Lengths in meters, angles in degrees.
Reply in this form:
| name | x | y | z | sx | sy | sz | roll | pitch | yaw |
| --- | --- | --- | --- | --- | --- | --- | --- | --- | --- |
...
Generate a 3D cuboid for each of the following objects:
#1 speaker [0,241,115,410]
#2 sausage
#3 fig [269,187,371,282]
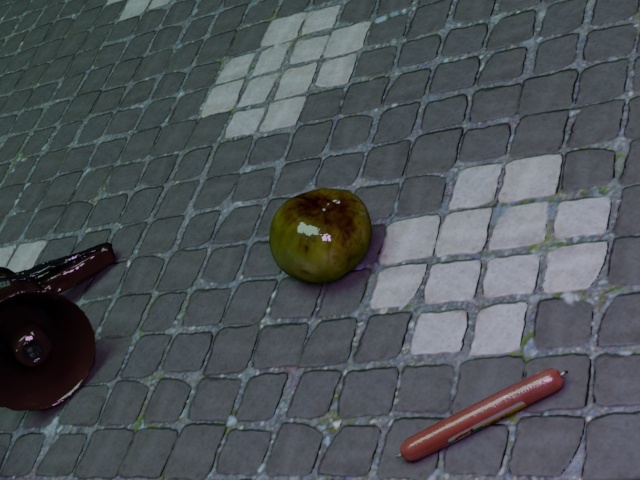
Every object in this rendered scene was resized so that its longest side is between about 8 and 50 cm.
| name | x | y | z | sx | sy | sz | roll | pitch | yaw |
| --- | --- | --- | --- | --- | --- | --- | --- | --- | --- |
| speaker | -0.467 | 0.092 | 1.758 | 0.259 | 0.198 | 0.329 | -52 | 30 | 3 |
| sausage | 0.184 | 0.201 | 1.248 | 0.223 | 0.029 | 0.029 | -29 | 39 | 11 |
| fig | -0.001 | -0.008 | 1.530 | 0.153 | 0.121 | 0.136 | -13 | 40 | 29 |
